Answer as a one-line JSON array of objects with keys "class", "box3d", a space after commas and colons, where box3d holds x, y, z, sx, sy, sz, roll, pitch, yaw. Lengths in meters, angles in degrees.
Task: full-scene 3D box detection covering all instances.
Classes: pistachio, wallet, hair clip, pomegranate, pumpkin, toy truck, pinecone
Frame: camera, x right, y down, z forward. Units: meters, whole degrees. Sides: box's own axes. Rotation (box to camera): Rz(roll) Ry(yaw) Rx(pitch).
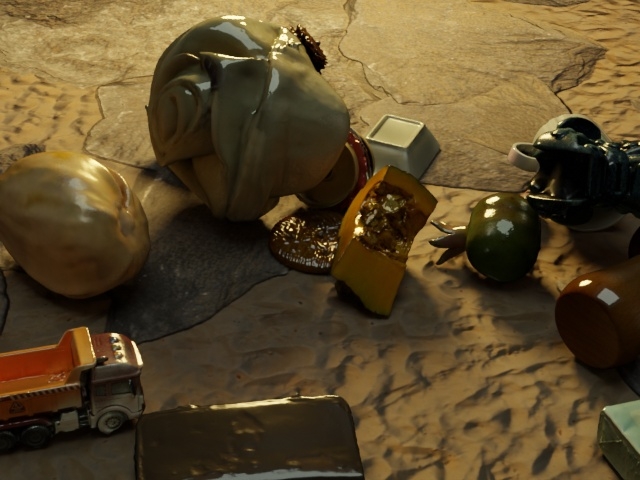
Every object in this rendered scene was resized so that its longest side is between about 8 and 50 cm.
[{"class": "pistachio", "box3d": [-0.410, -0.027, 1.889, 0.308, 0.230, 0.230, 23, 38, 34]}, {"class": "wallet", "box3d": [-0.102, 0.289, 1.574, 0.309, 0.042, 0.165, -4, 36, -8]}, {"class": "hair clip", "box3d": [0.478, -0.114, 1.935, 0.310, 0.195, 0.206, 4, 3, -21]}, {"class": "pomegranate", "box3d": [0.289, -0.001, 1.979, 0.191, 0.131, 0.152, -9, 45, 24]}, {"class": "pumpkin", "box3d": [0.095, 0.006, 1.947, 0.131, 0.126, 0.248, 35, 69, -13]}, {"class": "toy truck", "box3d": [-0.385, 0.205, 1.594, 0.270, 0.135, 0.114, -8, 34, -16]}, {"class": "pinecone", "box3d": [-0.054, -0.418, 2.580, 0.121, 0.140, 0.140, -42, 36, 11]}]

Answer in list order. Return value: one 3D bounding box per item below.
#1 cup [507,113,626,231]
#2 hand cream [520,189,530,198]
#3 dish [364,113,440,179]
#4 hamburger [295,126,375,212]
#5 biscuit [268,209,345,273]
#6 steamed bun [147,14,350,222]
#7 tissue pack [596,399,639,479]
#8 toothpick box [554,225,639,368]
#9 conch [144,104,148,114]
[{"class": "cup", "box3d": [0.474, -0.152, 2.152, 0.221, 0.167, 0.202, 42, 19, -24]}, {"class": "hand cream", "box3d": [0.361, -0.024, 2.092, 0.067, 0.043, 0.210, 14, 41, 16]}, {"class": "dish", "box3d": [0.142, -0.183, 2.292, 0.154, 0.064, 0.234, 15, 36, 17]}, {"class": "hamburger", "box3d": [0.026, -0.145, 2.145, 0.175, 0.175, 0.137, 16, 23, 19]}, {"class": "biscuit", "box3d": [0.000, -0.001, 2.037, 0.187, 0.027, 0.188, 3, 33, -2]}, {"class": "steamed bun", "box3d": [-0.166, -0.225, 2.031, 0.255, 0.342, 0.368, 6, 46, -49]}, {"class": "tissue pack", "box3d": [0.543, 0.288, 1.589, 0.263, 0.089, 0.177, -11, 34, -16]}, {"class": "toothpick box", "box3d": [0.520, 0.081, 1.821, 0.294, 0.192, 0.192, -27, 43, -28]}, {"class": "conch", "box3d": [-0.261, -0.198, 2.253, 0.116, 0.106, 0.173, -23, 52, -5]}]
